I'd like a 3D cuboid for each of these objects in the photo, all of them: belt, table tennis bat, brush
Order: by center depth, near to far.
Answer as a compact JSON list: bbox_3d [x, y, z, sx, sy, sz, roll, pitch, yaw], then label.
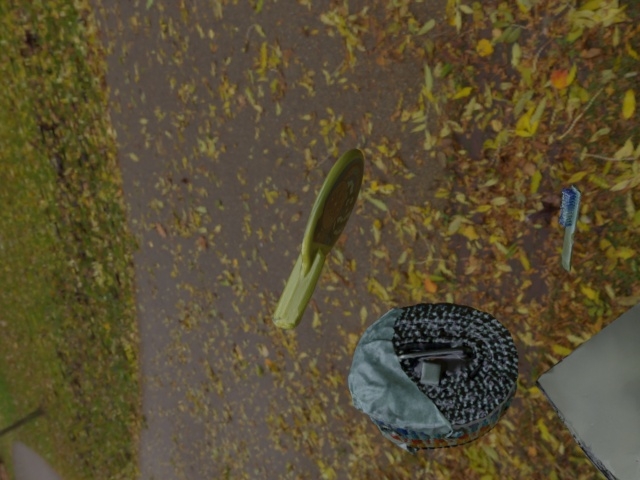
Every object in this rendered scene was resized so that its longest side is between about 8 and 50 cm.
[{"bbox_3d":[0.173,0.210,0.929,0.150,0.257,0.207,67,-164,-55],"label":"belt"},{"bbox_3d":[0.458,-0.018,1.113,0.033,0.029,0.179,-115,15,-56],"label":"brush"},{"bbox_3d":[0.000,0.000,1.128,0.054,0.224,0.369,25,94,15],"label":"table tennis bat"}]

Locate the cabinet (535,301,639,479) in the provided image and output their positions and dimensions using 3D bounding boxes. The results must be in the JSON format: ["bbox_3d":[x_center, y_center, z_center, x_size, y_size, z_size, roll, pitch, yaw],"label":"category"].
[{"bbox_3d":[0.530,0.254,0.816,0.318,0.290,0.228,41,-166,-33],"label":"cabinet"}]
